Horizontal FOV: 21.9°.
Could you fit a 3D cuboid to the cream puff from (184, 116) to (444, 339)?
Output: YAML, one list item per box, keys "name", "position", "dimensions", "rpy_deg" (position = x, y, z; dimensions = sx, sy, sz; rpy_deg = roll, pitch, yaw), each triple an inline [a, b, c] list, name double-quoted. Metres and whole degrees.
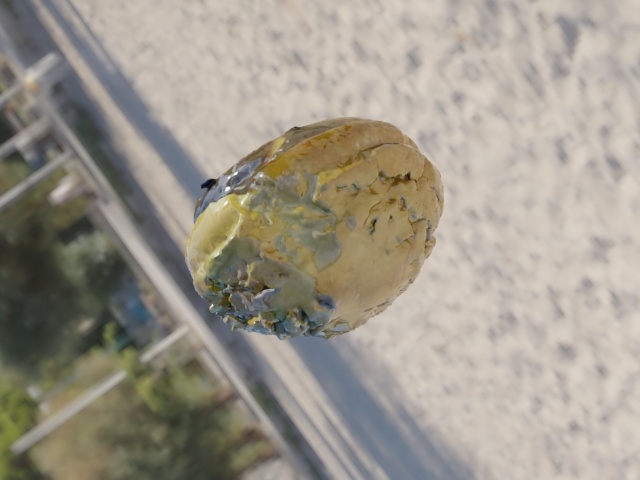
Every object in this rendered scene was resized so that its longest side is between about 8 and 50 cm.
- name: "cream puff"
  position: [0.000, 0.000, 1.115]
  dimensions: [0.129, 0.189, 0.189]
  rpy_deg: [58, 175, 16]
